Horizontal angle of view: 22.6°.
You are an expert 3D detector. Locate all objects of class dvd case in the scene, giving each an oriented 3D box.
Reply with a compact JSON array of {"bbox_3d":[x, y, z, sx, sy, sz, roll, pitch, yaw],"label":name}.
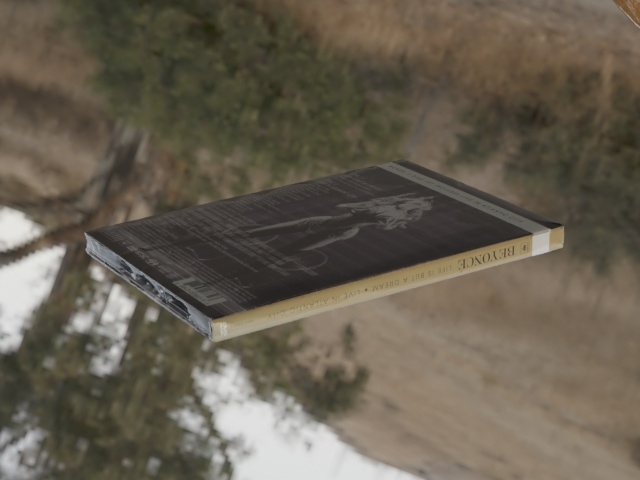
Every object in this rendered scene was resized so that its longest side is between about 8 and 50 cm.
[{"bbox_3d":[0.000,0.000,0.906,0.221,0.018,0.164,-15,-157,-27],"label":"dvd case"}]

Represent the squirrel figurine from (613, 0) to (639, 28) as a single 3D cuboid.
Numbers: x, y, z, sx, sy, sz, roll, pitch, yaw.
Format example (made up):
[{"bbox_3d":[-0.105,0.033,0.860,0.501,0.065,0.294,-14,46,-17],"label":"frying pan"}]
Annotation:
[{"bbox_3d":[0.393,-0.247,1.127,0.397,0.370,0.281,51,177,22],"label":"squirrel figurine"}]
